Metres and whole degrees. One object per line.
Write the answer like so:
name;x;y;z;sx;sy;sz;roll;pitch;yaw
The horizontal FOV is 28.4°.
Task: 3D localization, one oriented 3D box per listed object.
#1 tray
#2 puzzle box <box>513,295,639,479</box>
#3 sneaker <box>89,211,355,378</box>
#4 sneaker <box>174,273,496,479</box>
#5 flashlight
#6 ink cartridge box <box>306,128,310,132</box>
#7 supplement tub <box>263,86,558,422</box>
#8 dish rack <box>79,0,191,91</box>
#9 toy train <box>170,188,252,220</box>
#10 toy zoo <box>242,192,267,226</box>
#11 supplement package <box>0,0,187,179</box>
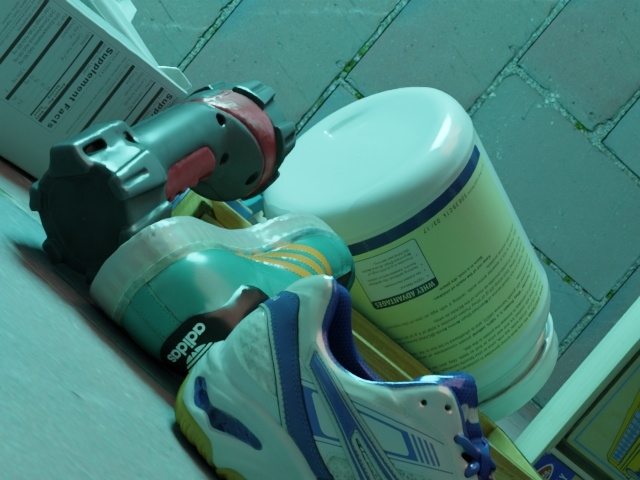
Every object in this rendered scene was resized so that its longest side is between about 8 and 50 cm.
tray;0.026;0.113;1.168;0.411;0.076;0.203;40;3;-12
puzzle box;0.382;0.187;1.289;0.272;0.409;0.052;38;4;-19
sneaker;-0.038;0.056;0.898;0.121;0.108;0.302;48;20;17
sneaker;0.057;0.140;0.681;0.296;0.131;0.112;43;2;14
flashlight;-0.109;-0.048;0.948;0.103;0.103;0.304;34;25;3
ink cartridge box;0.031;-0.003;1.751;0.273;0.114;0.197;41;33;-1
supplement tub;0.107;0.026;1.362;0.325;0.235;0.235;59;-7;-29
dish rack;-0.243;-0.252;1.281;0.285;0.072;0.333;53;0;-41
toy train;-0.158;-0.060;1.384;0.184;0.080;0.105;41;12;-12
toy zoo;-0.090;-0.041;1.507;0.293;0.030;0.192;40;-25;-13
supplement package;-0.253;-0.154;1.024;0.244;0.134;0.139;37;5;-42
